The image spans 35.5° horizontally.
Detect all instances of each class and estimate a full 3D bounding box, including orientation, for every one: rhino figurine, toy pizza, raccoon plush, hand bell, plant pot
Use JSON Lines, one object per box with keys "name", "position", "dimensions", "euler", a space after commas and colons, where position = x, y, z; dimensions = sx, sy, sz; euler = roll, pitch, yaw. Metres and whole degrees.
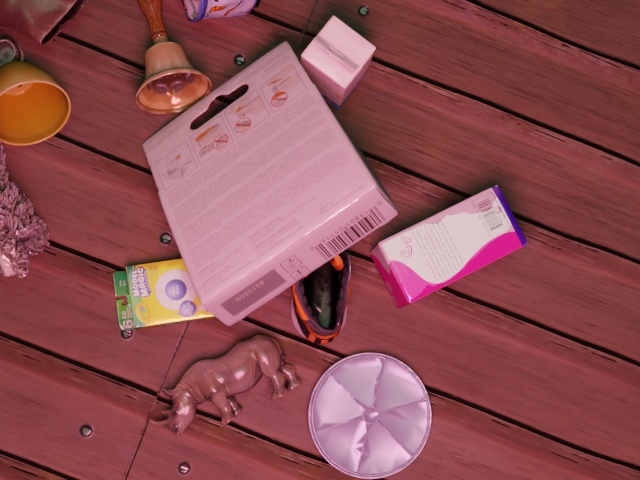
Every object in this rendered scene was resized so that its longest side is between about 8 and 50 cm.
{"name": "rhino figurine", "position": [-0.159, 0.234, 1.585], "dimensions": [0.243, 0.073, 0.106], "euler": [-25, 88, -8]}
{"name": "toy pizza", "position": [0.079, 0.283, 1.620], "dimensions": [0.201, 0.032, 0.201], "euler": [1, 81, -6]}
{"name": "raccoon plush", "position": [-0.495, -0.138, 1.460], "dimensions": [0.299, 0.446, 0.216], "euler": [32, 38, -7]}
{"name": "hand bell", "position": [-0.272, -0.346, 1.672], "dimensions": [0.126, 0.126, 0.242], "euler": [-14, 69, -8]}
{"name": "plant pot", "position": [-0.483, -0.234, 1.614], "dimensions": [0.134, 0.134, 0.095], "euler": [-26, 58, -9]}

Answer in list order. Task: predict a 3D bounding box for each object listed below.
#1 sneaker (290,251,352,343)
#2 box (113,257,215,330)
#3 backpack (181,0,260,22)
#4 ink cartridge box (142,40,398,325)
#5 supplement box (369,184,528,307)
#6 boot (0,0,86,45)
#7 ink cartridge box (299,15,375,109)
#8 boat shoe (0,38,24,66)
{"name": "sneaker", "position": [0.000, 0.000, 1.583], "dimensions": [0.124, 0.180, 0.321], "euler": [-9, 82, -7]}
{"name": "box", "position": [-0.242, 0.084, 1.617], "dimensions": [0.179, 0.043, 0.105], "euler": [-9, 81, -5]}
{"name": "backpack", "position": [-0.187, -0.489, 1.615], "dimensions": [0.213, 0.276, 0.263], "euler": [-17, 90, -9]}
{"name": "ink cartridge box", "position": [-0.095, -0.098, 1.555], "dimensions": [0.308, 0.091, 0.385], "euler": [-34, 48, 8]}
{"name": "supplement box", "position": [0.206, 0.013, 1.637], "dimensions": [0.220, 0.114, 0.111], "euler": [-25, 85, -10]}
{"name": "boot", "position": [-0.533, -0.381, 1.632], "dimensions": [0.207, 0.090, 0.248], "euler": [38, 72, 12]}
{"name": "ink cartridge box", "position": [0.026, -0.294, 1.654], "dimensions": [0.092, 0.143, 0.090], "euler": [37, 79, 1]}
{"name": "boat shoe", "position": [-0.584, -0.258, 1.624], "dimensions": [0.223, 0.073, 0.080], "euler": [-35, 84, -10]}
